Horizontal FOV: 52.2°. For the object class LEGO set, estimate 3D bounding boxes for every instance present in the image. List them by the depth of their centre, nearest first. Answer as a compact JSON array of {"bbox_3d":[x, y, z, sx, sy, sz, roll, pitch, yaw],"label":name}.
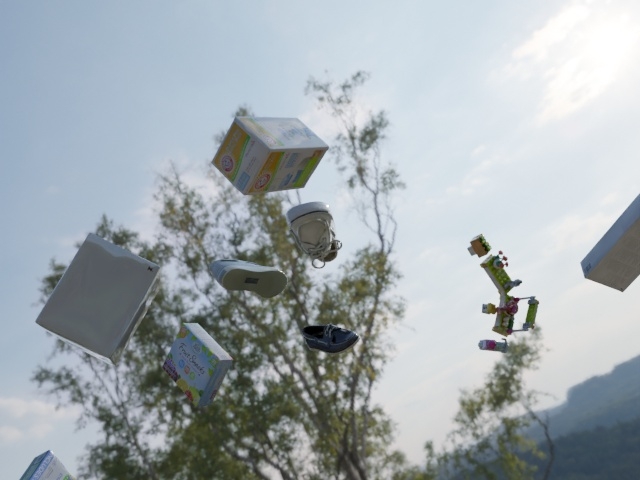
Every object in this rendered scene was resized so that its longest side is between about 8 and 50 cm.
[{"bbox_3d":[0.437,0.119,1.538,0.132,0.287,0.107,1,-10,-24],"label":"LEGO set"}]

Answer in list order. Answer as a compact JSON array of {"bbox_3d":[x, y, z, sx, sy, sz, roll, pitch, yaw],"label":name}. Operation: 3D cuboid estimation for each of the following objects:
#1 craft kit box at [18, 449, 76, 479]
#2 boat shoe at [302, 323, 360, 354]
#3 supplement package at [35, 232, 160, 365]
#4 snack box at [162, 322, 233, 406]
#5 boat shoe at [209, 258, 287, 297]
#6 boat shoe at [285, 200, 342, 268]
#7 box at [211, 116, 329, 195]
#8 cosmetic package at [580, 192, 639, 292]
[{"bbox_3d":[-0.569,0.620,1.380,0.061,0.246,0.250,-30,16,17],"label":"craft kit box"},{"bbox_3d":[0.021,0.258,1.752,0.206,0.065,0.075,-11,27,52],"label":"boat shoe"},{"bbox_3d":[-0.422,0.121,1.274,0.194,0.149,0.203,-64,5,-19],"label":"supplement package"},{"bbox_3d":[-0.386,0.384,2.039,0.070,0.207,0.174,10,-69,-52],"label":"snack box"},{"bbox_3d":[-0.171,0.081,1.571,0.227,0.081,0.079,15,-73,-52],"label":"boat shoe"},{"bbox_3d":[-0.008,0.003,1.950,0.136,0.156,0.367,-19,-17,2],"label":"boat shoe"},{"bbox_3d":[-0.096,-0.169,1.287,0.203,0.103,0.114,-14,-37,-56],"label":"box"},{"bbox_3d":[0.654,-0.004,1.354,0.099,0.060,0.239,22,-52,-7],"label":"cosmetic package"}]
